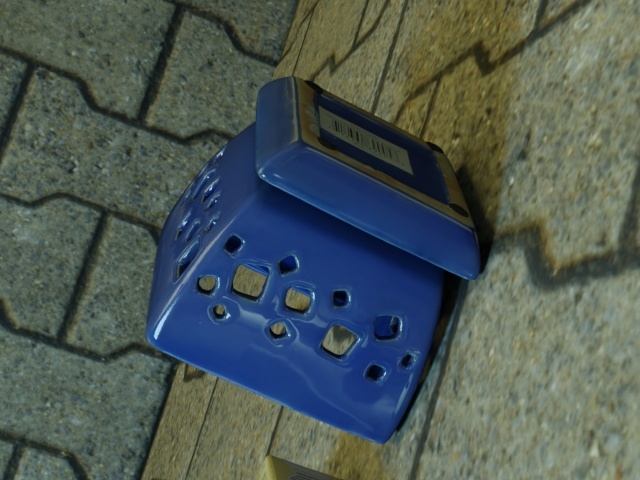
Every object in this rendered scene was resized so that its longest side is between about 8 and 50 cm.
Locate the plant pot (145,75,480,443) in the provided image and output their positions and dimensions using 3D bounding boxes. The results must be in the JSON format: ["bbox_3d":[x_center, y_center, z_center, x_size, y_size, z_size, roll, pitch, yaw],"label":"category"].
[{"bbox_3d":[0.000,0.000,1.007,0.212,0.236,0.236,-58,15,22],"label":"plant pot"}]

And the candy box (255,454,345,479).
[{"bbox_3d":[-0.026,0.328,0.913,0.316,0.087,0.183,-115,47,-73],"label":"candy box"}]
